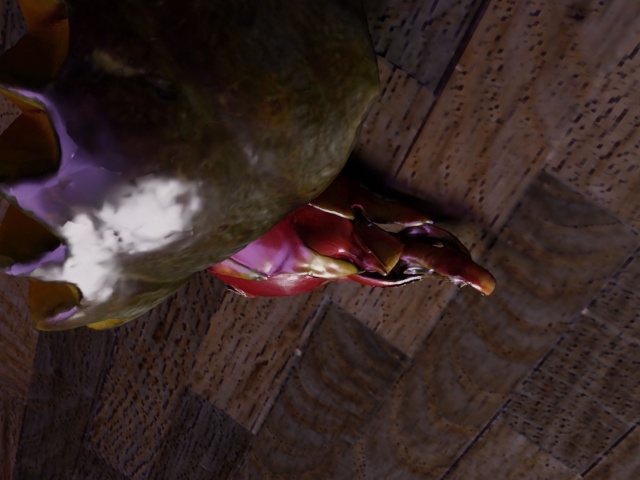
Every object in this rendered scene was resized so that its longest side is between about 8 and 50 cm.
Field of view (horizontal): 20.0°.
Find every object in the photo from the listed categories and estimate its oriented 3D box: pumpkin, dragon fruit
[{"bbox_3d":[-0.064,-0.050,0.842,0.149,0.130,0.254,11,119,21],"label":"pumpkin"},{"bbox_3d":[0.000,0.000,0.971,0.190,0.094,0.094,25,150,8],"label":"dragon fruit"}]
